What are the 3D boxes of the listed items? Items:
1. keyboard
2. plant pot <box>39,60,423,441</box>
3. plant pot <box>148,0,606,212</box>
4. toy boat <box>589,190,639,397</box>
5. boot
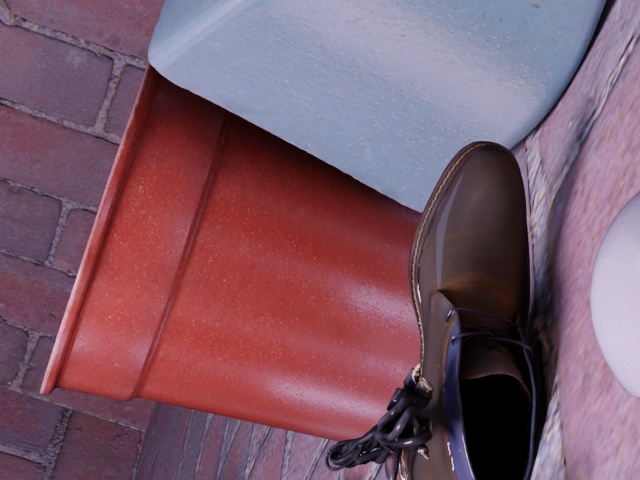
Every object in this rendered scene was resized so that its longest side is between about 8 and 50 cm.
[{"bbox_3d":[0.037,0.186,0.902,0.317,0.033,0.201,129,136,-67],"label":"keyboard"},{"bbox_3d":[-0.047,0.026,1.256,0.272,0.265,0.272,-162,90,-82],"label":"plant pot"},{"bbox_3d":[0.072,-0.208,1.107,0.252,0.247,0.248,-29,40,54],"label":"plant pot"},{"bbox_3d":[0.157,-0.076,0.308,0.318,0.148,0.267,103,153,-45],"label":"toy boat"},{"bbox_3d":[0.098,0.049,0.921,0.106,0.082,0.219,177,102,-71],"label":"boot"}]
